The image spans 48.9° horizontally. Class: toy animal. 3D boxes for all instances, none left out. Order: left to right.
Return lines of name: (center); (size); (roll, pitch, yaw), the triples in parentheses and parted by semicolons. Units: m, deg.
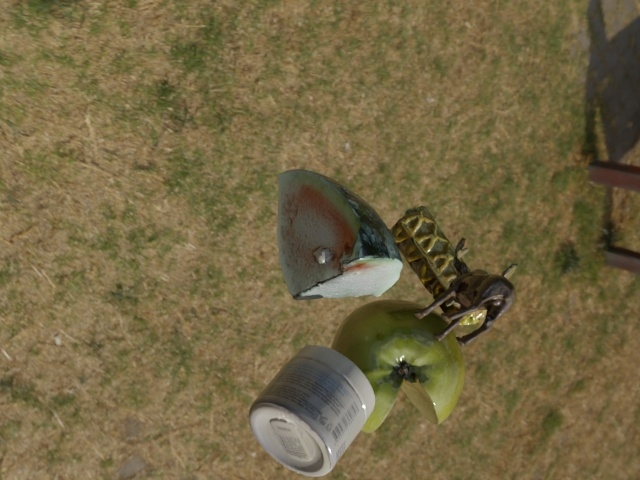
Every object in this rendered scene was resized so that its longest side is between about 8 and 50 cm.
toy animal: (0.235, 0.076, 1.077); (0.186, 0.214, 0.094); (-45, 102, -13)

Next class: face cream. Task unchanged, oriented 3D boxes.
face cream: (-0.016, 0.296, 1.226); (0.153, 0.177, 0.177); (-45, 130, -41)

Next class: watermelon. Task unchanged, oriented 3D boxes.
watermelon: (0.000, 0.000, 1.254); (0.213, 0.320, 0.289); (-42, 84, 1)

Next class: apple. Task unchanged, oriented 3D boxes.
apple: (0.156, 0.263, 1.455); (0.291, 0.254, 0.292); (1, 82, -4)

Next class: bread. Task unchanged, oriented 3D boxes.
bread: (0.247, 0.056, 1.451); (0.098, 0.269, 0.087); (-35, 167, 3)
